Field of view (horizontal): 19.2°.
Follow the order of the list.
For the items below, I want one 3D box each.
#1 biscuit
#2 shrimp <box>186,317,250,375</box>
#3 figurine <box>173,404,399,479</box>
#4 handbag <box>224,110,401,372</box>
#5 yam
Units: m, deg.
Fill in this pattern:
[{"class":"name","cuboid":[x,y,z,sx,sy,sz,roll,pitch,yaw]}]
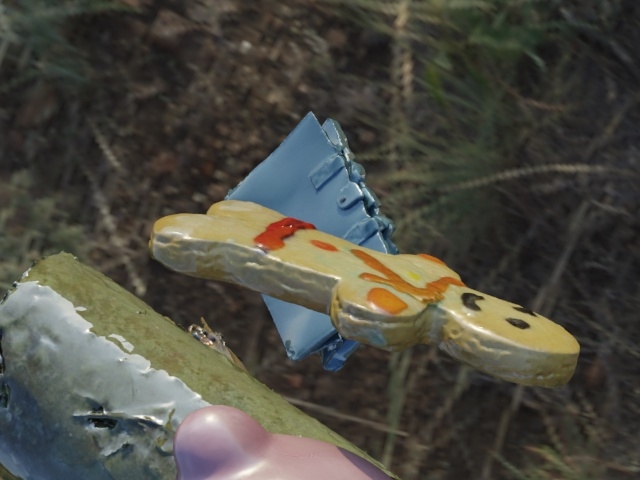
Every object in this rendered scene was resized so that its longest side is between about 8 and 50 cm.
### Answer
[{"class":"biscuit","cuboid":[0.031,0.026,1.045,0.234,0.153,0.030,21,106,15]},{"class":"shrimp","cuboid":[-0.093,0.174,1.787,0.251,0.052,0.143,-109,30,-52]},{"class":"figurine","cuboid":[-0.022,0.185,0.990,0.173,0.173,0.173,-8,74,30]},{"class":"handbag","cuboid":[0.000,0.000,1.762,0.144,0.057,0.221,-46,47,24]},{"class":"yam","cuboid":[-0.087,0.148,1.214,0.304,0.168,0.168,34,97,20]}]
